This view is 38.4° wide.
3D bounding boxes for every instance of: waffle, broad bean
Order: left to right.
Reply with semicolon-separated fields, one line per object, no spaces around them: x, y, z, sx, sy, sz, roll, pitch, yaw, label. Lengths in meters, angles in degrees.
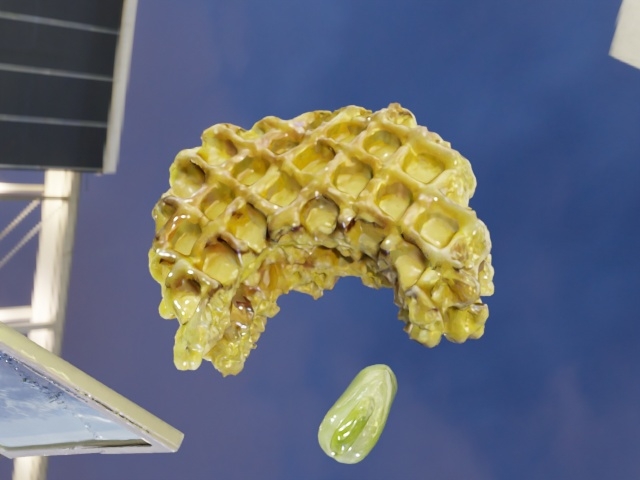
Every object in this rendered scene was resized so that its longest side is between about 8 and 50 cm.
0.000;0.000;0.879;0.151;0.324;0.261;78;8;-59;waffle
0.056;0.245;1.325;0.082;0.174;0.124;30;-50;1;broad bean

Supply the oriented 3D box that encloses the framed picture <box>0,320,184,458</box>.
-0.310;0.135;0.840;0.335;0.247;0.022;-15;-136;45;framed picture
